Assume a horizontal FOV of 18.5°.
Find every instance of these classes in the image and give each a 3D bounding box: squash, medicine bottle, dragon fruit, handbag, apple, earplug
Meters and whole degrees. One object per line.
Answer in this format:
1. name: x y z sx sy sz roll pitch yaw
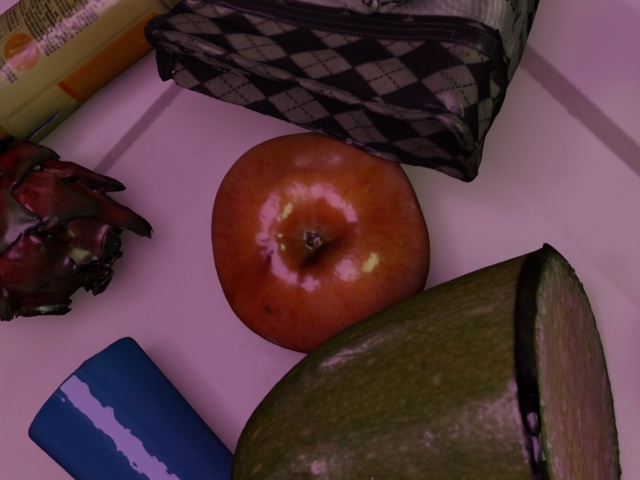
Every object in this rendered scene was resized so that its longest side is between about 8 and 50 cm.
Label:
1. squash: 0.079 0.178 1.677 0.309 0.310 0.310 -10 82 20
2. medicine bottle: -0.250 -0.184 1.872 0.239 0.124 0.124 -37 77 10
3. dragon fruit: -0.279 -0.008 1.832 0.188 0.182 0.182 43 95 -4
4. handbag: 0.049 -0.284 1.735 0.317 0.180 0.416 14 70 14
5. apple: 0.000 0.000 1.768 0.209 0.164 0.209 -1 85 11
6. earplug: -0.128 0.229 1.799 0.273 0.132 0.132 45 95 10
